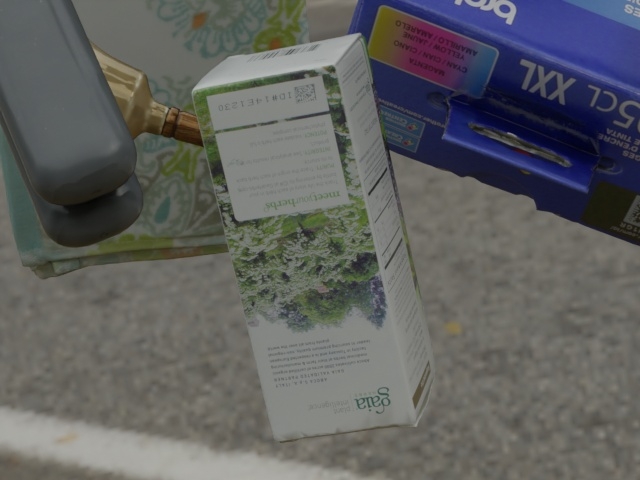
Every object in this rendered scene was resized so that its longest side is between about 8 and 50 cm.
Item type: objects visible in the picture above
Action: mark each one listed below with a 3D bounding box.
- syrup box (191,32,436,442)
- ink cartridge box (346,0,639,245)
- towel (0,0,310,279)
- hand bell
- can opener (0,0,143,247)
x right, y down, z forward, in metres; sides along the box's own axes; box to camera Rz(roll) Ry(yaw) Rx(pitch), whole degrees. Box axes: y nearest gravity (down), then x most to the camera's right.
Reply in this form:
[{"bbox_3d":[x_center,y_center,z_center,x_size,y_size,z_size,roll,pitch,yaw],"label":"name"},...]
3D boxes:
[{"bbox_3d":[0.000,0.000,1.106,0.093,0.237,0.096,-9,16,15],"label":"syrup box"},{"bbox_3d":[0.177,-0.167,1.235,0.270,0.151,0.395,21,54,3],"label":"ink cartridge box"},{"bbox_3d":[-0.166,-0.149,1.733,0.320,0.374,0.090,-7,27,-4],"label":"towel"},{"bbox_3d":[-0.114,-0.092,1.444,0.242,0.126,0.126,18,16,-2],"label":"hand bell"},{"bbox_3d":[-0.130,-0.130,0.775,0.093,0.280,0.074,-17,-27,-8],"label":"can opener"}]
